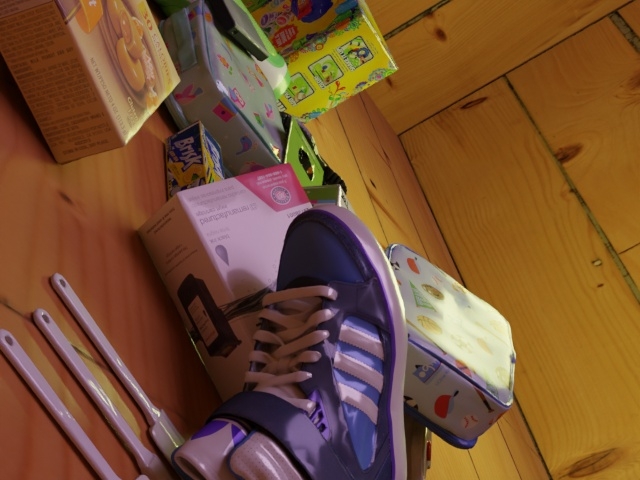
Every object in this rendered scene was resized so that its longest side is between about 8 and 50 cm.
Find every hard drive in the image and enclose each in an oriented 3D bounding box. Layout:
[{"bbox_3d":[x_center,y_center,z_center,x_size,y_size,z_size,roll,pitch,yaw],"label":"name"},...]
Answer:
[{"bbox_3d":[-0.132,-0.345,1.465,0.094,0.022,0.135,62,12,18],"label":"hard drive"}]

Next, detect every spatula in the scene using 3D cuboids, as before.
[{"bbox_3d":[-0.167,0.146,0.761,0.242,0.019,0.168,58,14,-13],"label":"spatula"}]

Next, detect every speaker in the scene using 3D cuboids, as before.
[{"bbox_3d":[-0.173,-0.363,1.597,0.296,0.131,0.131,52,15,-34],"label":"speaker"}]

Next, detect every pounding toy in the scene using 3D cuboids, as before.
[{"bbox_3d":[0.080,0.279,1.320,0.269,0.155,0.154,-69,158,-62],"label":"pounding toy"}]

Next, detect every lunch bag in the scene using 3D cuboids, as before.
[{"bbox_3d":[0.143,0.131,1.276,0.243,0.115,0.303,33,21,-6],"label":"lunch bag"},{"bbox_3d":[-0.158,-0.230,1.410,0.224,0.108,0.279,48,18,-39],"label":"lunch bag"}]

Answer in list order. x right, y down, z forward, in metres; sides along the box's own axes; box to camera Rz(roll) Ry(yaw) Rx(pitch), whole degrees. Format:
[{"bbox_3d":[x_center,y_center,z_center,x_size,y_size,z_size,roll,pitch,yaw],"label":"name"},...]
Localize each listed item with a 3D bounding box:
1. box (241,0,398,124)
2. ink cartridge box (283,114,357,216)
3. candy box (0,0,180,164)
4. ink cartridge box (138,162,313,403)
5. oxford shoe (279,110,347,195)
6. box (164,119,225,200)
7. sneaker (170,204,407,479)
[{"bbox_3d":[-0.033,-0.422,1.917,0.177,0.279,0.290,47,18,-48],"label":"box"},{"bbox_3d":[0.009,-0.040,1.403,0.189,0.097,0.255,57,35,-59],"label":"ink cartridge box"},{"bbox_3d":[-0.260,-0.258,0.917,0.183,0.088,0.316,-72,144,-59],"label":"candy box"},{"bbox_3d":[-0.065,0.052,1.025,0.172,0.100,0.237,-20,80,-44],"label":"ink cartridge box"},{"bbox_3d":[-0.043,-0.164,1.821,0.227,0.083,0.096,54,-4,-31],"label":"oxford shoe"},{"bbox_3d":[-0.158,-0.078,1.186,0.054,0.059,0.169,53,15,-40],"label":"box"},{"bbox_3d":[-0.033,0.128,0.834,0.236,0.130,0.322,-4,86,-51],"label":"sneaker"}]
